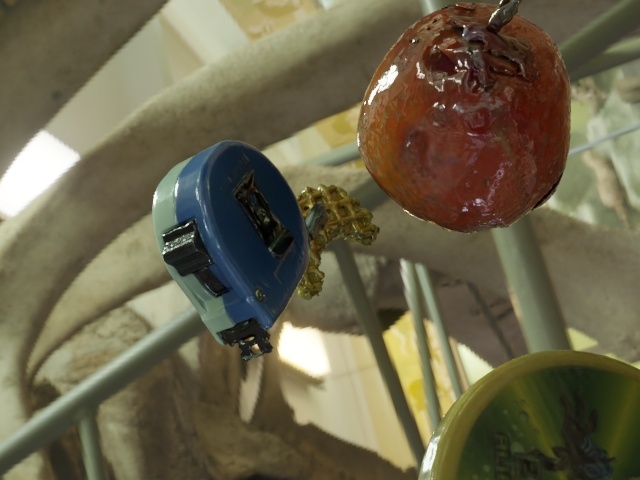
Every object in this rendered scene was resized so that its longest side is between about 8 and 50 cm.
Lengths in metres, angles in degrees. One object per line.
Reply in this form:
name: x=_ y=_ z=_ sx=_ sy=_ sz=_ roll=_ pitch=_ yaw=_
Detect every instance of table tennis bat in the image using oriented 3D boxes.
table tennis bat: x=0.201 y=0.169 z=0.549 sx=0.050 sy=0.320 sz=0.199 roll=128 pitch=151 yaw=-60

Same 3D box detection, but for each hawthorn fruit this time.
hawthorn fruit: x=0.187 y=-0.176 z=1.205 sx=0.308 sy=0.275 sz=0.276 roll=96 pitch=169 yaw=-47

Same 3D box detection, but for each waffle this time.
waffle: x=0.001 y=-0.001 z=1.563 sx=0.149 sy=0.194 sz=0.051 roll=38 pitch=155 yaw=-5

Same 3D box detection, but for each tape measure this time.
tape measure: x=-0.075 y=-0.039 z=1.221 sx=0.215 sy=0.097 sz=0.351 roll=57 pitch=-150 yaw=-19
